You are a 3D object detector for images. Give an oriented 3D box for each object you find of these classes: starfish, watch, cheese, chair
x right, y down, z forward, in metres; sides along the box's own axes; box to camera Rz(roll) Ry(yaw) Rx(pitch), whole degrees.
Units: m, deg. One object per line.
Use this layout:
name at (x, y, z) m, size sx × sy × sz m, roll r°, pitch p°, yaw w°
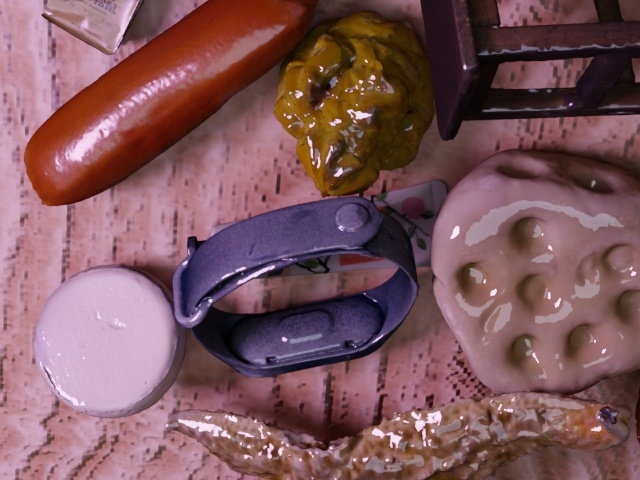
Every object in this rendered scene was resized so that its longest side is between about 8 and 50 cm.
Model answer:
starfish at (0.065, 0.257, 1.183) m, size 0.431 × 0.082 × 0.324 m, roll -3°, pitch 124°, yaw 13°
watch at (-0.021, 0.042, 1.109) m, size 0.206 × 0.068 × 0.193 m, roll -8°, pitch 144°, yaw -1°
cheese at (0.197, 0.030, 1.112) m, size 0.235 × 0.117 × 0.218 m, roll 29°, pitch 112°, yaw -8°
chair at (0.079, -0.192, 0.926) m, size 0.416 × 0.203 × 0.241 m, roll -9°, pitch 83°, yaw 0°

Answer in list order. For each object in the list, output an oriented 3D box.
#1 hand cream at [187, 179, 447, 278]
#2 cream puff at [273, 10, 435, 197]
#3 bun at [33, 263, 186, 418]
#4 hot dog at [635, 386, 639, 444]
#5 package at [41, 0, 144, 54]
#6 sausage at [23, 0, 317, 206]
hand cream at (0.000, 0.000, 1.157) m, size 0.233 × 0.050 × 0.080 m, roll -8°, pitch 107°, yaw 1°
cream puff at (0.026, -0.109, 1.073) m, size 0.146 × 0.116 × 0.146 m, roll 3°, pitch 114°, yaw 6°
bun at (-0.184, 0.095, 1.181) m, size 0.138 × 0.094 × 0.138 m, roll -1°, pitch 73°, yaw 5°
hot dog at (0.387, 0.184, 1.151) m, size 0.196 × 0.122 × 0.272 m, roll -18°, pitch 117°, yaw 6°
package at (-0.171, -0.225, 1.078) m, size 0.071 × 0.047 × 0.131 m, roll 28°, pitch 109°, yaw -4°
sausage at (-0.128, -0.128, 1.091) m, size 0.300 × 0.089 × 0.083 m, roll -35°, pitch 98°, yaw 16°
